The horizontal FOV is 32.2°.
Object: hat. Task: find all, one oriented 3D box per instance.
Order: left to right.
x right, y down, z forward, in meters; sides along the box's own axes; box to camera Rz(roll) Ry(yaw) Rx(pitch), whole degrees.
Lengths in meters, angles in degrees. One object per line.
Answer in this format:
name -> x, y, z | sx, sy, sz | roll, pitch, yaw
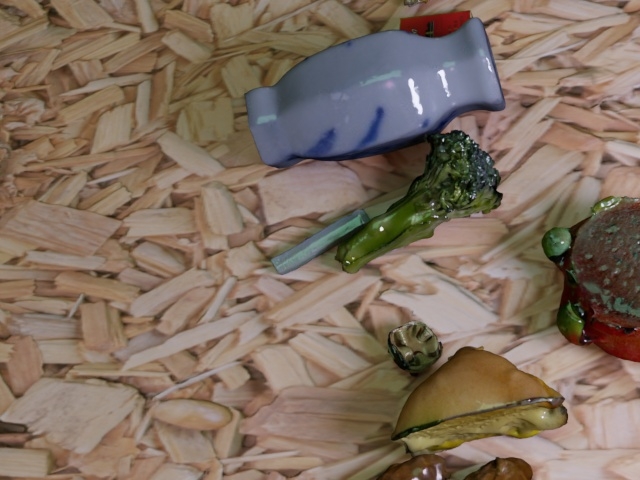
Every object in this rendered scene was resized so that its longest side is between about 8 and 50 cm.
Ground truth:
hat -> 0.145, 0.171, 1.723 | 0.076, 0.059, 0.077 | -27, 64, -15

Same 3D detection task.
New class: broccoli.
broccoli -> 0.148, -0.051, 1.796 | 0.304, 0.165, 0.145 | -39, 67, 9

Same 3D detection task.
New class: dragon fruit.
dragon fruit -> 0.469, 0.058, 1.632 | 0.295, 0.130, 0.268 | 27, 76, 27

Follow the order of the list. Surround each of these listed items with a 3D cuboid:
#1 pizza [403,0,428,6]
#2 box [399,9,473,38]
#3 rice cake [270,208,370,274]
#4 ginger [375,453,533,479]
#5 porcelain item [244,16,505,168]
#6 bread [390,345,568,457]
pizza -> 0.178, -0.451, 2.030 | 0.083, 0.025, 0.078 | 33, 74, 35
box -> 0.207, -0.363, 1.980 | 0.133, 0.023, 0.090 | -3, 63, 16
rice cake -> 0.000, 0.000, 1.864 | 0.180, 0.030, 0.042 | -30, 65, 2
ginger -> 0.202, 0.433, 1.533 | 0.358, 0.152, 0.274 | -1, 45, 16
porcelain item -> 0.091, -0.238, 1.832 | 0.405, 0.242, 0.178 | -14, 87, 13
bread -> 0.228, 0.224, 1.613 | 0.252, 0.174, 0.132 | -15, 59, 15
